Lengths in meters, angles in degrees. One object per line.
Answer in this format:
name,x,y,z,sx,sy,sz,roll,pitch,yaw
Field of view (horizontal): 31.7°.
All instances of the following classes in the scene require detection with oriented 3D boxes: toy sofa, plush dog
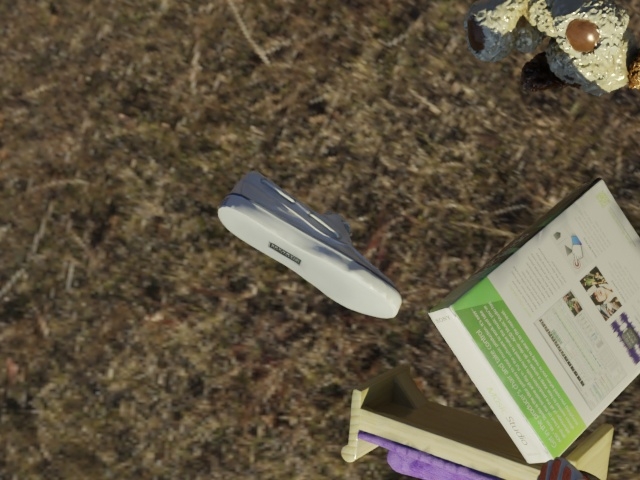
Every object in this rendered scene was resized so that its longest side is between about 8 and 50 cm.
toy sofa,0.220,0.317,1.609,0.363,0.150,0.177,14,108,32
plush dog,0.378,-0.308,1.665,0.262,0.225,0.210,9,57,45

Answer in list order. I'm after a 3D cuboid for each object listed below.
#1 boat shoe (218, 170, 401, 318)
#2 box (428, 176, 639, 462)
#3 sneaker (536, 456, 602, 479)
boat shoe,0.000,0.000,1.409,0.084,0.258,0.095,-58,4,-26
box,0.313,0.096,1.441,0.232,0.322,0.058,56,148,-4
sneaker,0.104,0.117,0.407,0.065,0.158,0.061,14,77,6
